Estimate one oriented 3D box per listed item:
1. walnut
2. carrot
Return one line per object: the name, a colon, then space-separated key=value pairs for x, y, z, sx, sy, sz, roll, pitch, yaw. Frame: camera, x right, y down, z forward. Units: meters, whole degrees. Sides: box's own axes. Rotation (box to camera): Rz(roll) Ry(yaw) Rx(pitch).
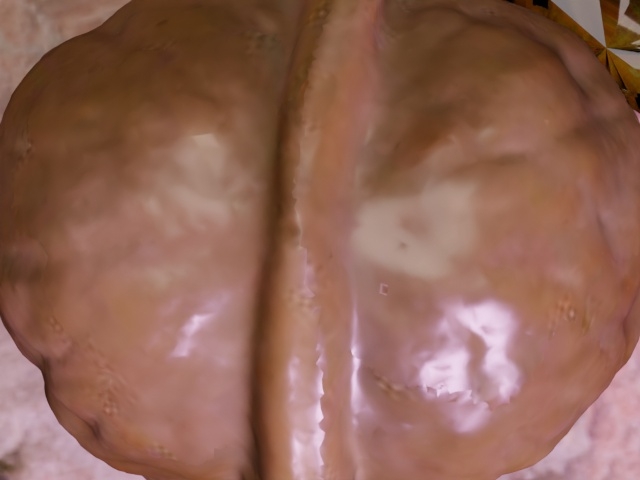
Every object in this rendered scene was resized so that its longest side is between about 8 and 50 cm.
walnut: x=0.000 y=0.000 z=0.642 sx=0.296 sy=0.285 sz=0.285 roll=5 pitch=82 yaw=4
carrot: x=0.126 y=-0.135 z=0.764 sx=0.228 sy=0.069 sz=0.069 roll=38 pitch=82 yaw=2
